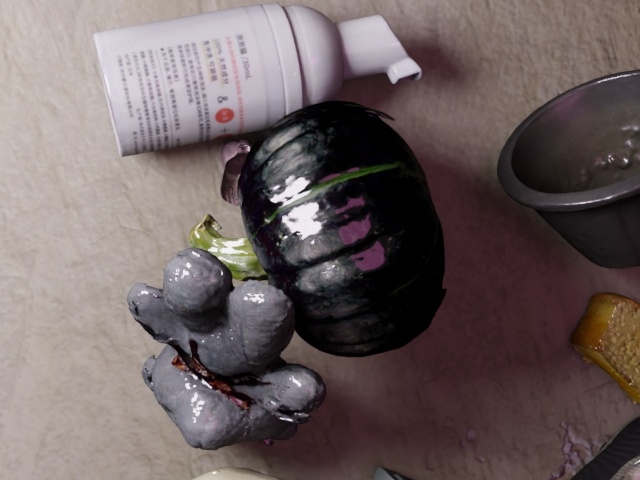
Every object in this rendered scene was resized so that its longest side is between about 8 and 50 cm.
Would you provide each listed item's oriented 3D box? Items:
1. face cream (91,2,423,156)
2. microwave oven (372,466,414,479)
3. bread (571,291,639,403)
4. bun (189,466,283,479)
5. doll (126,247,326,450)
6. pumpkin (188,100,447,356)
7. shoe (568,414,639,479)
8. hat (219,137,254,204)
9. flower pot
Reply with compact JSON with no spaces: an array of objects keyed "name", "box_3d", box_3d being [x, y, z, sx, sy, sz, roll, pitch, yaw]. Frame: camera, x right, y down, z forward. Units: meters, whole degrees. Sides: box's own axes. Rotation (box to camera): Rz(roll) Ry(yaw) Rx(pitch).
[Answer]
[{"name":"face cream","box_3d":[-0.068,-0.203,1.196,0.370,0.145,0.145,-13,94,-12]},{"name":"microwave oven","box_3d":[0.100,0.404,1.234,0.122,0.162,0.208,24,87,-11]},{"name":"bread","box_3d":[0.422,0.150,1.345,0.187,0.065,0.103,42,78,-11]},{"name":"bun","box_3d":[-0.087,0.406,1.183,0.287,0.146,0.287,-6,72,20]},{"name":"doll","box_3d":[-0.115,0.139,1.110,0.246,0.340,0.158,26,67,6]},{"name":"pumpkin","box_3d":[0.000,0.000,1.143,0.296,0.296,0.295,0,92,-11]},{"name":"shoe","box_3d":[0.420,0.316,1.335,0.227,0.099,0.112,-38,105,-4]},{"name":"hat","box_3d":[-0.099,-0.087,1.249,0.058,0.042,0.087,-11,128,-8]},{"name":"flower pot","box_3d":[0.368,-0.073,1.255,0.269,0.269,0.166,-35,121,-8]}]
